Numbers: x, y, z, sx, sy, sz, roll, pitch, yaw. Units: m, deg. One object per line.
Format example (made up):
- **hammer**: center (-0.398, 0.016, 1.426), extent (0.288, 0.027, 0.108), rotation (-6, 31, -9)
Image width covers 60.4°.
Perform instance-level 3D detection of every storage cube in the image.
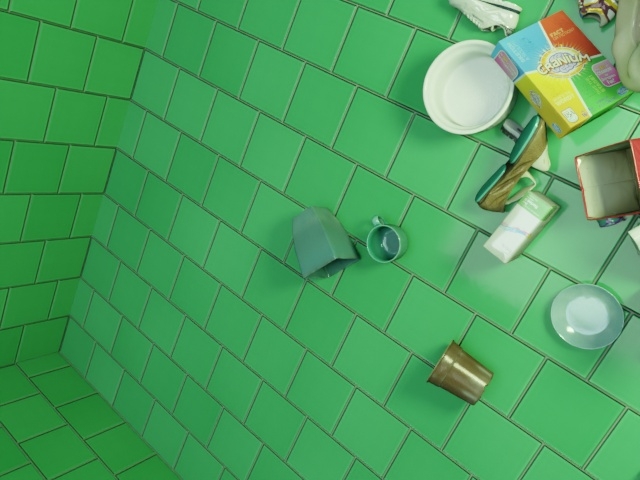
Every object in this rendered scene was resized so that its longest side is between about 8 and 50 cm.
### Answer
- **storage cube**: center (0.820, -0.162, 1.429), extent (0.215, 0.193, 0.183), rotation (164, 96, -72)

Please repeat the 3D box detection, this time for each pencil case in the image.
- **pencil case**: center (0.800, -0.113, 1.563), extent (0.070, 0.064, 0.151), rotation (-21, 84, 5)

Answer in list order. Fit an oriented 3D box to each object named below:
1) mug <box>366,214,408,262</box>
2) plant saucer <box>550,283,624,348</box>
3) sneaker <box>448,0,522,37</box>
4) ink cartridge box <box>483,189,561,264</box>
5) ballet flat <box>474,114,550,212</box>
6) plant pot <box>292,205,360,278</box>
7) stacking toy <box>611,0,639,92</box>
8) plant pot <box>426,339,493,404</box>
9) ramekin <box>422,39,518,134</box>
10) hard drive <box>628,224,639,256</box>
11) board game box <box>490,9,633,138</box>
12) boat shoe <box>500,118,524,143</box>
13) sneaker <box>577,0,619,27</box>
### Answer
- **mug**: center (0.240, -0.005, 1.908), extent (0.130, 0.097, 0.157), rotation (12, 100, 31)
- **plant saucer**: center (0.785, 0.221, 1.621), extent (0.195, 0.037, 0.194), rotation (3, 95, 32)
- **sneaker**: center (0.494, -0.701, 1.695), extent (0.235, 0.090, 0.094), rotation (29, 119, 28)
- **ink cartridge box**: center (0.602, -0.041, 1.642), extent (0.093, 0.154, 0.212), rotation (41, 115, 22)
- **ballet flat**: center (0.598, -0.211, 1.636), extent (0.124, 0.116, 0.342), rotation (27, 126, -1)
- **plant pot**: center (0.000, 0.000, 2.026), extent (0.166, 0.166, 0.234), rotation (-33, 71, 30)
- **stacking toy**: center (0.993, -0.543, 1.315), extent (0.480, 0.350, 0.350), rotation (0, 95, 13)
- **plant pot**: center (0.458, 0.435, 1.784), extent (0.165, 0.167, 0.166), rotation (31, 110, 18)
- **ramekin**: center (0.470, -0.463, 1.698), extent (0.277, 0.135, 0.277), rotation (4, 97, 32)
- **hard drive**: center (0.949, -0.044, 1.376), extent (0.308, 0.203, 0.040), rotation (-34, 42, 19)
- **board game box**: center (0.669, -0.466, 1.530), extent (0.242, 0.064, 0.316), rotation (-30, 75, -14)
- **boat shoe**: center (0.612, -0.313, 1.681), extent (0.142, 0.049, 0.040), rotation (46, 152, 12)
- **sneaker**: center (0.744, -0.677, 1.544), extent (0.185, 0.070, 0.084), rotation (47, 110, 21)
